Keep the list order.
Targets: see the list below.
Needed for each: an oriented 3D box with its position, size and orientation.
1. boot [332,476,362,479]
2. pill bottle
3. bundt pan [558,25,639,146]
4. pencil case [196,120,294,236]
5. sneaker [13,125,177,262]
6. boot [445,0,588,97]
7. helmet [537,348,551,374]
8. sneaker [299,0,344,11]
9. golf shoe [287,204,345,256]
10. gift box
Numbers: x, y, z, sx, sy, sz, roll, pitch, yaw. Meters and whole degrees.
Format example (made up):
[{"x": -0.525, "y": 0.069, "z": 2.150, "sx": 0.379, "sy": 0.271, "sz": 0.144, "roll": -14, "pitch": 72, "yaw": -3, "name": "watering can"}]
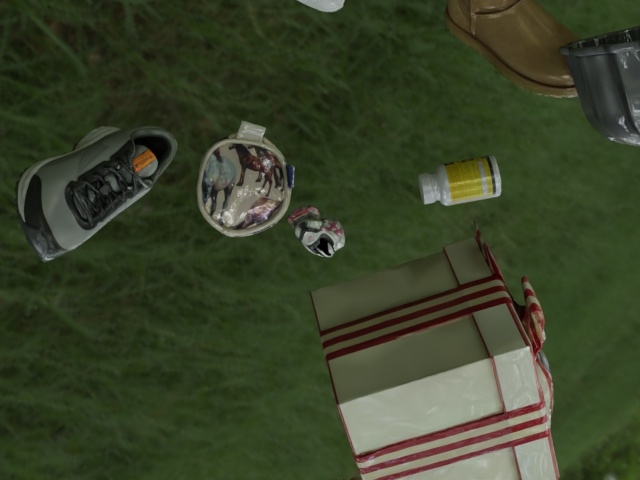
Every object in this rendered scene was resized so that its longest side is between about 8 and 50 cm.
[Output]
[{"x": 0.090, "y": 0.426, "z": 1.764, "sx": 0.284, "sy": 0.109, "sz": 0.220, "roll": -1, "pitch": 133, "yaw": -13, "name": "boot"}, {"x": 0.209, "y": -0.088, "z": 1.760, "sx": 0.116, "sy": 0.065, "sz": 0.065, "roll": -11, "pitch": 161, "yaw": -1, "name": "pill bottle"}, {"x": 0.431, "y": -0.178, "z": 1.255, "sx": 0.331, "sy": 0.124, "sz": 0.331, "roll": -10, "pitch": -169, "yaw": 2, "name": "bundt pan"}, {"x": -0.135, "y": -0.105, "z": 2.066, "sx": 0.410, "sy": 0.160, "sz": 0.183, "roll": -146, "pitch": -99, "yaw": -84, "name": "pencil case"}, {"x": -0.256, "y": -0.069, "z": 1.346, "sx": 0.108, "sy": 0.100, "sz": 0.271, "roll": -12, "pitch": -156, "yaw": 27, "name": "sneaker"}, {"x": 0.218, "y": -0.306, "z": 1.322, "sx": 0.089, "sy": 0.236, "sz": 0.269, "roll": -45, "pitch": 150, "yaw": -21, "name": "boot"}, {"x": 0.323, "y": 0.242, "z": 2.039, "sx": 0.170, "sy": 0.161, "sz": 0.169, "roll": -6, "pitch": 122, "yaw": -10, "name": "helmet"}, {"x": -0.039, "y": -0.532, "z": 1.981, "sx": 0.114, "sy": 0.305, "sz": 0.152, "roll": -28, "pitch": 177, "yaw": -41, "name": "sneaker"}, {"x": 0.000, "y": 0.000, "z": 2.111, "sx": 0.067, "sy": 0.086, "sz": 0.186, "roll": -29, "pitch": 159, "yaw": 15, "name": "golf shoe"}, {"x": 0.144, "y": 0.147, "z": 1.416, "sx": 0.258, "sy": 0.276, "sz": 0.255, "roll": -16, "pitch": 130, "yaw": 2, "name": "gift box"}]
